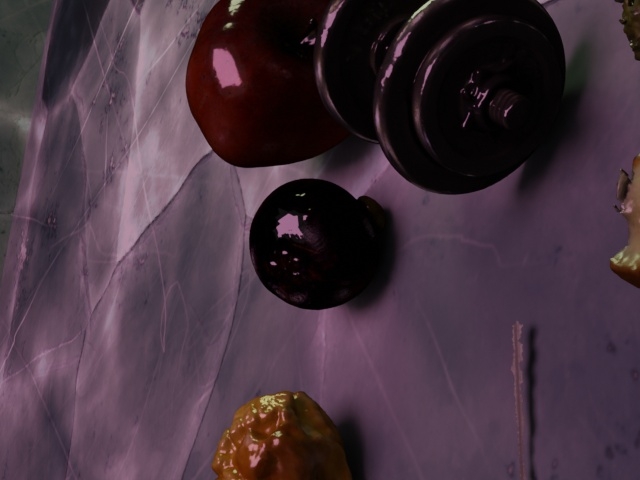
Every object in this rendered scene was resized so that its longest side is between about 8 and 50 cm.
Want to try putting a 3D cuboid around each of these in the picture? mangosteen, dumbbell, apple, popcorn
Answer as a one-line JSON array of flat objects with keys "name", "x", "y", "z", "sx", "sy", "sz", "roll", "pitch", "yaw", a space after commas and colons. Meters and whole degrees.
[{"name": "mangosteen", "x": 0.000, "y": 0.000, "z": 1.260, "sx": 0.152, "sy": 0.153, "sz": 0.152, "roll": -36, "pitch": 47, "yaw": 51}, {"name": "dumbbell", "x": 0.106, "y": -0.156, "z": 1.066, "sx": 0.290, "sy": 0.192, "sz": 0.192, "roll": 44, "pitch": 116, "yaw": 57}, {"name": "apple", "x": -0.047, "y": -0.188, "z": 1.339, "sx": 0.234, "sy": 0.234, "sz": 0.234, "roll": -36, "pitch": 47, "yaw": 51}, {"name": "popcorn", "x": -0.038, "y": 0.264, "z": 1.196, "sx": 0.163, "sy": 0.140, "sz": 0.194, "roll": -45, "pitch": 50, "yaw": 31}]

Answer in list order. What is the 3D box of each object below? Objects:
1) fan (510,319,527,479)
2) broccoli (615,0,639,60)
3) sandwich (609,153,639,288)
[{"name": "fan", "x": 0.171, "y": 0.225, "z": 0.953, "sx": 0.191, "sy": 0.009, "sz": 0.329, "roll": -32, "pitch": 53, "yaw": 55}, {"name": "broccoli", "x": 0.282, "y": -0.192, "z": 0.709, "sx": 0.186, "sy": 0.302, "sz": 0.254, "roll": -49, "pitch": -19, "yaw": -15}, {"name": "sandwich", "x": 0.294, "y": -0.006, "z": 0.689, "sx": 0.236, "sy": 0.128, "sz": 0.122, "roll": 0, "pitch": 62, "yaw": 64}]
